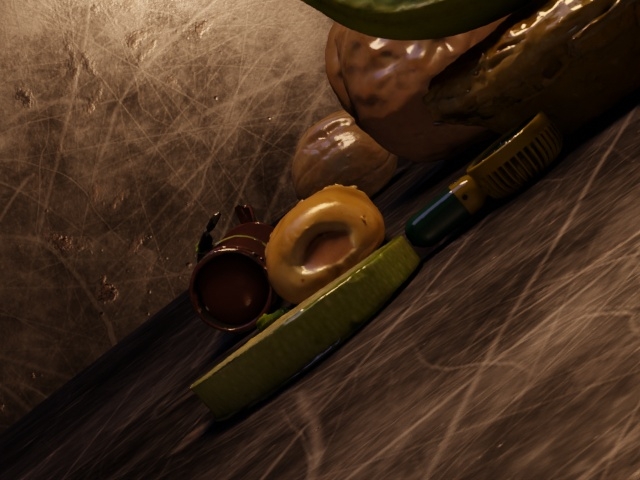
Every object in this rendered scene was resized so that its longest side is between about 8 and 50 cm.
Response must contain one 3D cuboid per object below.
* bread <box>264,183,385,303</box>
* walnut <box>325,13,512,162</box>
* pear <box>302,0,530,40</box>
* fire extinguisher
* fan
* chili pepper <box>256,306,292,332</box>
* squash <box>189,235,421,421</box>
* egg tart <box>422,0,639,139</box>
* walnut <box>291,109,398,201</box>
[{"bbox_3d":[-0.001,-0.002,1.832,0.134,0.085,0.173,-38,4,1],"label":"bread"},{"bbox_3d":[0.142,-0.220,2.065,0.273,0.227,0.273,-40,6,5],"label":"walnut"},{"bbox_3d":[0.149,-0.327,1.620,0.342,0.239,0.318,-65,-12,7],"label":"pear"},{"bbox_3d":[-0.093,0.022,2.108,0.105,0.141,0.341,-10,7,4],"label":"fire extinguisher"},{"bbox_3d":[0.135,-0.046,1.479,0.155,0.039,0.082,-39,4,5],"label":"fan"},{"bbox_3d":[-0.049,0.082,1.817,0.030,0.017,0.083,-30,2,-27],"label":"chili pepper"},{"bbox_3d":[-0.014,0.069,1.469,0.219,0.041,0.219,-37,4,3],"label":"squash"},{"bbox_3d":[0.224,-0.168,1.576,0.295,0.116,0.295,-35,3,2],"label":"egg tart"},{"bbox_3d":[0.034,-0.111,2.475,0.162,0.140,0.140,-22,5,4],"label":"walnut"}]
